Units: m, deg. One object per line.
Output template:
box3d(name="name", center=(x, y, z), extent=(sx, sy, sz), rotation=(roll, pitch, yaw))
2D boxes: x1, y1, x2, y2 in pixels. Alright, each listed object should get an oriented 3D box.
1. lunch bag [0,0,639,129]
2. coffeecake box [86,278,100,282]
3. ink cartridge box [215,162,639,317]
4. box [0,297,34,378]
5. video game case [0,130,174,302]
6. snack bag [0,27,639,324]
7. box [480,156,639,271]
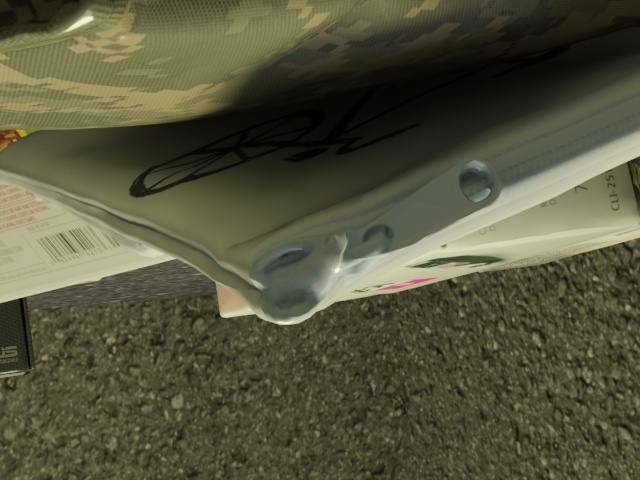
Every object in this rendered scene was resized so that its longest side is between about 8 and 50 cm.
box3d(name="lunch bag", center=(-0.082, -0.110, 0.559), extent=(0.287, 0.169, 0.235), rotation=(-8, 180, 42))
box3d(name="coffeecake box", center=(-0.247, -0.032, 1.290), extent=(0.185, 0.142, 0.068), rotation=(-9, 174, 3))
box3d(name="ink cartridge box", center=(0.000, 0.000, 1.098), extent=(0.239, 0.060, 0.275), rotation=(-9, 175, -28))
box3d(name="box", center=(-0.351, 0.030, 1.552), extent=(0.233, 0.183, 0.059), rotation=(-6, 174, -13))
box3d(name="video game case", center=(-0.198, -0.054, 1.000), extent=(0.227, 0.206, 0.026), rotation=(-13, -147, 42))
box3d(name="snack bag", center=(0.072, -0.062, 0.666), extent=(0.323, 0.037, 0.342), rotation=(-23, -166, -17))
box3d(name="box", center=(0.150, -0.088, 1.121), extent=(0.056, 0.183, 0.231), rotation=(-8, 174, -25))
